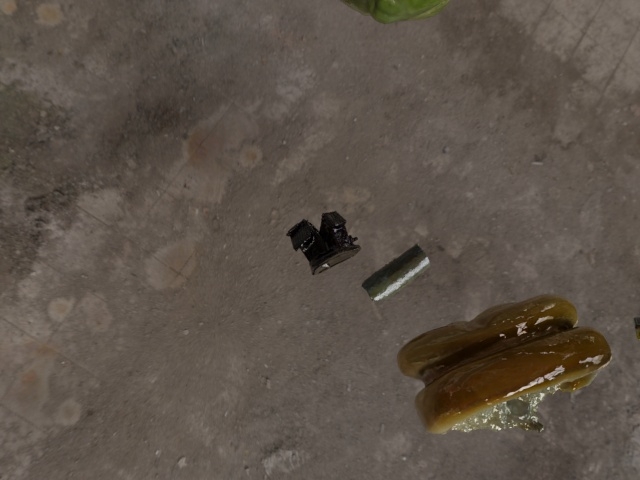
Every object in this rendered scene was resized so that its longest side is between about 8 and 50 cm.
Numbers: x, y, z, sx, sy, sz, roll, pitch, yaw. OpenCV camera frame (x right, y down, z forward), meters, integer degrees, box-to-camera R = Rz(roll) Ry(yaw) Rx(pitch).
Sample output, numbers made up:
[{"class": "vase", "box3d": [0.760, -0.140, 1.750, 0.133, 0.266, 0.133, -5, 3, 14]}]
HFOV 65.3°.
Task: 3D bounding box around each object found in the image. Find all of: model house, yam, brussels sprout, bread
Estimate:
[{"class": "model house", "box3d": [0.009, -0.002, 1.530, 0.203, 0.141, 0.164, -29, 75, 24]}, {"class": "yam", "box3d": [0.273, 0.121, 1.784, 0.259, 0.106, 0.106, -36, 89, -1]}, {"class": "brussels sprout", "box3d": [0.166, -0.588, 1.067, 0.274, 0.317, 0.242, -37, 133, -14]}, {"class": "bread", "box3d": [0.401, 0.282, 1.108, 0.424, 0.328, 0.245, -22, 44, 2]}]

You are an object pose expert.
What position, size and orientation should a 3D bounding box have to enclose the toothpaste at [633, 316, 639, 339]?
[{"class": "toothpaste", "box3d": [0.780, 0.184, 1.076, 0.179, 0.043, 0.037, -10, 102, 28]}]
